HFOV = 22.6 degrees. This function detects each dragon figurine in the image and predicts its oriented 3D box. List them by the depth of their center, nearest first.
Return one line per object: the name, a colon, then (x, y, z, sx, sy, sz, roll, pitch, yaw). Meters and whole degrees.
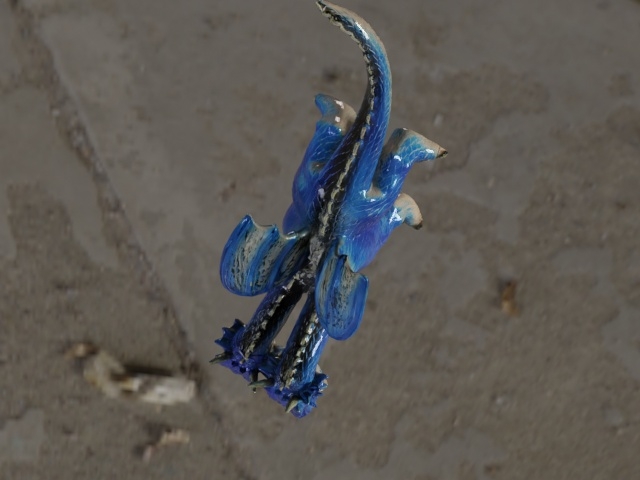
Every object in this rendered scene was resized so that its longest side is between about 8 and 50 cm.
dragon figurine: (0.000, 0.000, 0.902, 0.085, 0.289, 0.144, 26, 64, 7)
